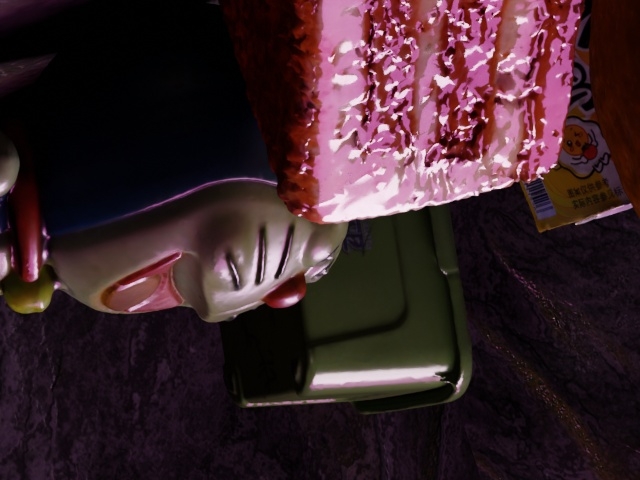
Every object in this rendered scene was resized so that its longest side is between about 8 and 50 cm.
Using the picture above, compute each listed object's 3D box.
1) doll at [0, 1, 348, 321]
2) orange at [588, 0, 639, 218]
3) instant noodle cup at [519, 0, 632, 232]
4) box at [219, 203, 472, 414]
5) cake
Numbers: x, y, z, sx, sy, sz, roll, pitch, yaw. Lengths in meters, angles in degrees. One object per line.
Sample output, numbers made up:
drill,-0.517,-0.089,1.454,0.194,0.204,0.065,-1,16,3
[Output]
doll,-0.117,-0.032,1.057,0.322,0.186,0.198,-12,168,-14
orange,0.293,-0.102,0.857,0.322,0.322,0.357,-18,-173,36
instant noodle cup,0.220,-0.129,1.267,0.264,0.200,0.264,-18,178,-1
box,0.000,0.000,1.711,0.178,0.328,0.253,-4,172,-23
cake,0.052,-0.101,0.885,0.158,0.159,0.262,-14,177,-12
